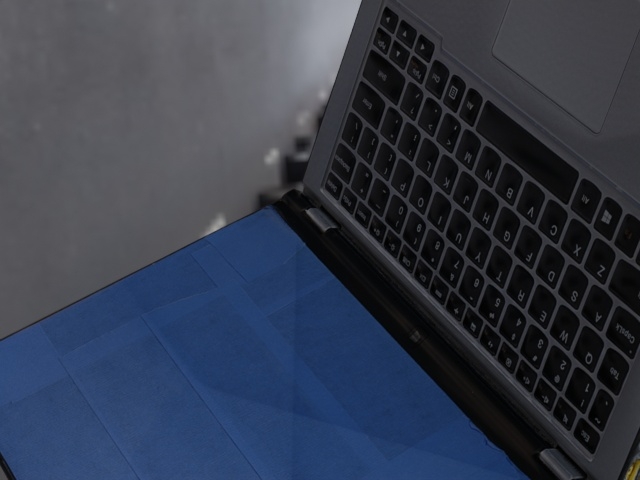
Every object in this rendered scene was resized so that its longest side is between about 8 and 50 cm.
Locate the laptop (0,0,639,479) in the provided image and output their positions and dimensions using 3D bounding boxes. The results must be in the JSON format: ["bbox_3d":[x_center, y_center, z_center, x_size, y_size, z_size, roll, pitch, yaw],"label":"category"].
[{"bbox_3d":[0.000,0.000,1.093,0.382,0.236,0.408,46,-56,50],"label":"laptop"}]
